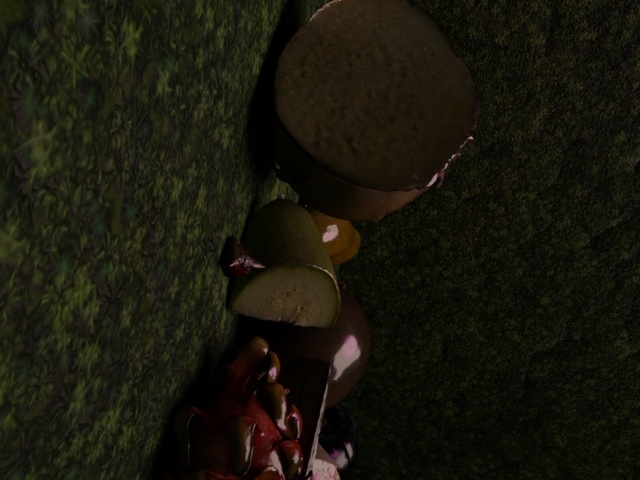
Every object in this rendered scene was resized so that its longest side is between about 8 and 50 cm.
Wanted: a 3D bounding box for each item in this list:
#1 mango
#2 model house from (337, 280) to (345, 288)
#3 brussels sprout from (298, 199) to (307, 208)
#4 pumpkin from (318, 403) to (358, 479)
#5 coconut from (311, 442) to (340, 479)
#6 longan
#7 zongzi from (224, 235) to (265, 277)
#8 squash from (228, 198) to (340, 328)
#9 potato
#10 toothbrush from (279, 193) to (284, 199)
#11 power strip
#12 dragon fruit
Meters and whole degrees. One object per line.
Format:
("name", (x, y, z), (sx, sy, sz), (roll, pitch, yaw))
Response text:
("mango", (-0.008, 0.003, 1.533), (0.142, 0.195, 0.331), (67, 9, 19))
("model house", (0.003, 0.231, 1.896), (0.294, 0.154, 0.207), (96, -17, -45))
("brussels sprout", (-0.034, -0.104, 1.748), (0.085, 0.058, 0.085), (9, 90, -66))
("pumpkin", (-0.043, 0.609, 1.812), (0.315, 0.315, 0.238), (-69, 178, -53))
("coconut", (-0.093, 0.613, 1.476), (0.297, 0.297, 0.309), (80, 23, -71))
("longan", (-0.031, 0.240, 1.388), (0.319, 0.319, 0.319), (11, 90, -83))
("zongzi", (-0.137, 0.040, 1.090), (0.083, 0.073, 0.067), (93, -8, -54))
("squash", (-0.060, 0.046, 1.221), (0.204, 0.237, 0.155), (-62, -148, 25))
("potato", (0.088, -0.242, 1.233), (0.442, 0.385, 0.319), (-64, -177, -20))
("toothbrush", (-0.095, -0.066, 1.488), (0.162, 0.014, 0.017), (92, -1, -55))
("power strip", (-0.097, 0.349, 1.176), (0.092, 0.257, 0.251), (43, 58, -49))
("dragon fruit", (-0.135, 0.344, 1.026), (0.227, 0.243, 0.307), (-30, -170, 45))
